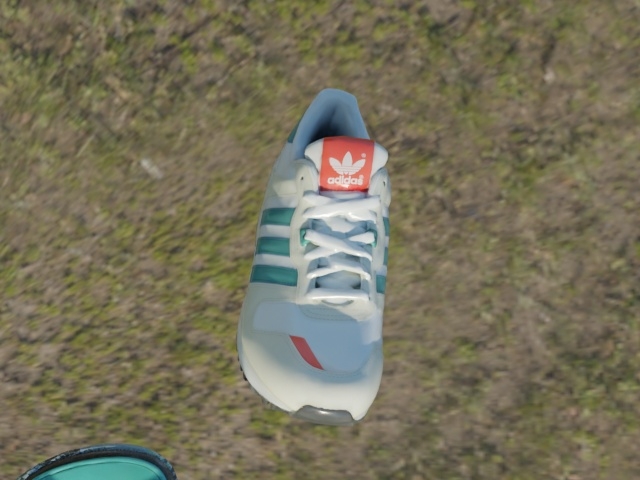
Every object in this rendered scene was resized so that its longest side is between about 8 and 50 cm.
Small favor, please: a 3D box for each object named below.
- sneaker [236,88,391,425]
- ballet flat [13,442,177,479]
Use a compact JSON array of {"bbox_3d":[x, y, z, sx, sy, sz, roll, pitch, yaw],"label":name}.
[{"bbox_3d":[0.000,0.000,0.572,0.057,0.075,0.161,8,38,-6],"label":"sneaker"},{"bbox_3d":[-0.169,0.168,0.853,0.188,0.070,0.070,-24,91,8],"label":"ballet flat"}]
